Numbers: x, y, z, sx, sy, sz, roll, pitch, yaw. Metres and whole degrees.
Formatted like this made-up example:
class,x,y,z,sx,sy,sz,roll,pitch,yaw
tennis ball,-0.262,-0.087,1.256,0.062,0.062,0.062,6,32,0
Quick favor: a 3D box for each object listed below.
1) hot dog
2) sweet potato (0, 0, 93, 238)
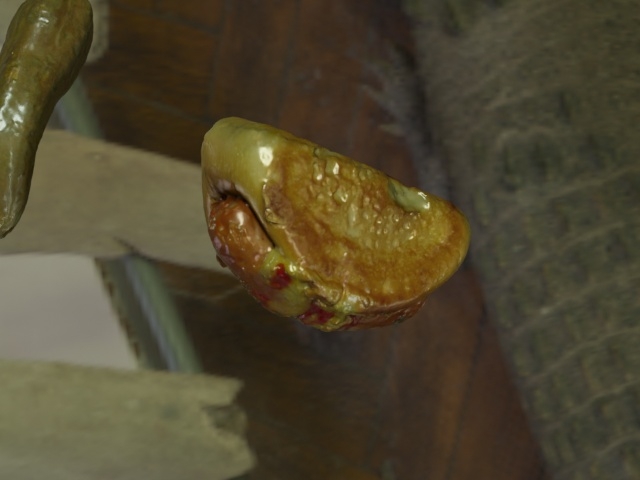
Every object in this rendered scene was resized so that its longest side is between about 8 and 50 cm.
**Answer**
class,x,y,z,sx,sy,sz,roll,pitch,yaw
hot dog,0.000,0.000,1.545,0.150,0.256,0.153,18,86,63
sweet potato,-0.241,-0.114,1.415,0.062,0.081,0.233,7,66,21
